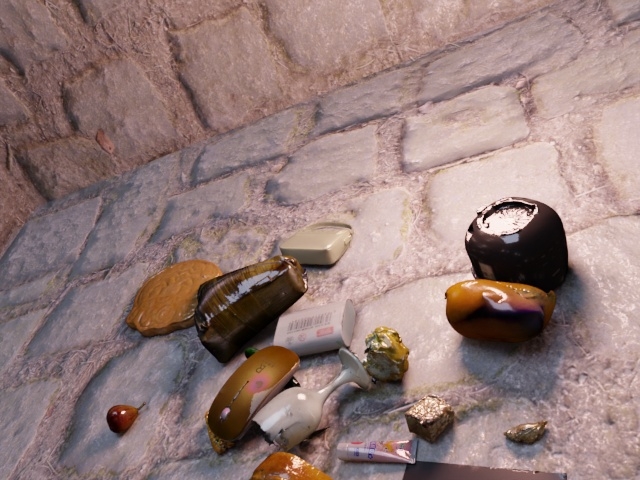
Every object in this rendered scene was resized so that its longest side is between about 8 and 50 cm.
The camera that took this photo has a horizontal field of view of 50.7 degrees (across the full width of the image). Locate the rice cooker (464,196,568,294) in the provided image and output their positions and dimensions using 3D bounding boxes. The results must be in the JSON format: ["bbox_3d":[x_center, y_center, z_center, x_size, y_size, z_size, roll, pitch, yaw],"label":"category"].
[{"bbox_3d":[0.520,0.017,1.804,0.267,0.224,0.267,-21,32,14],"label":"rice cooker"}]

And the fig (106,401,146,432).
[{"bbox_3d":[-0.604,0.547,2.114,0.125,0.089,0.089,-17,23,-33],"label":"fig"}]

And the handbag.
[{"bbox_3d":[0.000,0.000,2.379,0.256,0.079,0.219,2,34,39],"label":"handbag"}]

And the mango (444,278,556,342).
[{"bbox_3d":[0.438,0.175,1.696,0.287,0.201,0.152,-4,59,51],"label":"mango"}]

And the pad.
[{"bbox_3d":[0.316,0.581,1.405,0.367,0.007,0.247,-7,40,32],"label":"pad"}]

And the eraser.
[{"bbox_3d":[-0.016,0.265,2.021,0.227,0.081,0.174,-16,31,22],"label":"eraser"}]

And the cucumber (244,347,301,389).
[{"bbox_3d":[-0.142,0.376,1.992,0.056,0.056,0.284,-43,37,-19],"label":"cucumber"}]

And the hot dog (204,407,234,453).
[{"bbox_3d":[-0.285,0.528,1.905,0.071,0.045,0.165,-34,34,-1],"label":"hot dog"}]

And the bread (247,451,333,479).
[{"bbox_3d":[-0.083,0.581,1.597,0.260,0.134,0.129,0,42,37],"label":"bread"}]

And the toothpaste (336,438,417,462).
[{"bbox_3d":[0.135,0.506,1.618,0.194,0.043,0.067,-8,35,21],"label":"toothpaste"}]

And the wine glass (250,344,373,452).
[{"bbox_3d":[-0.023,0.412,1.739,0.321,0.143,0.143,-32,32,-19],"label":"wine glass"}]

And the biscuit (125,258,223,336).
[{"bbox_3d":[-0.556,0.204,2.539,0.385,0.062,0.365,-10,38,28],"label":"biscuit"}]

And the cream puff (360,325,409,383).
[{"bbox_3d":[0.177,0.292,1.786,0.121,0.156,0.156,15,42,1],"label":"cream puff"}]

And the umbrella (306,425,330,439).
[{"bbox_3d":[-0.029,0.512,1.761,0.122,0.013,0.022,-25,12,10],"label":"umbrella"}]

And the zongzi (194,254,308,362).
[{"bbox_3d":[-0.246,0.144,2.243,0.403,0.208,0.432,-37,27,4],"label":"zongzi"}]

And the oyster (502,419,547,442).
[{"bbox_3d":[0.456,0.426,1.497,0.080,0.038,0.083,-21,-5,-33],"label":"oyster"}]

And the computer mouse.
[{"bbox_3d":[-0.188,0.415,1.874,0.158,0.072,0.310,19,59,45],"label":"computer mouse"}]

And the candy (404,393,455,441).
[{"bbox_3d":[0.260,0.419,1.598,0.110,0.085,0.095,-40,44,-23],"label":"candy"}]
